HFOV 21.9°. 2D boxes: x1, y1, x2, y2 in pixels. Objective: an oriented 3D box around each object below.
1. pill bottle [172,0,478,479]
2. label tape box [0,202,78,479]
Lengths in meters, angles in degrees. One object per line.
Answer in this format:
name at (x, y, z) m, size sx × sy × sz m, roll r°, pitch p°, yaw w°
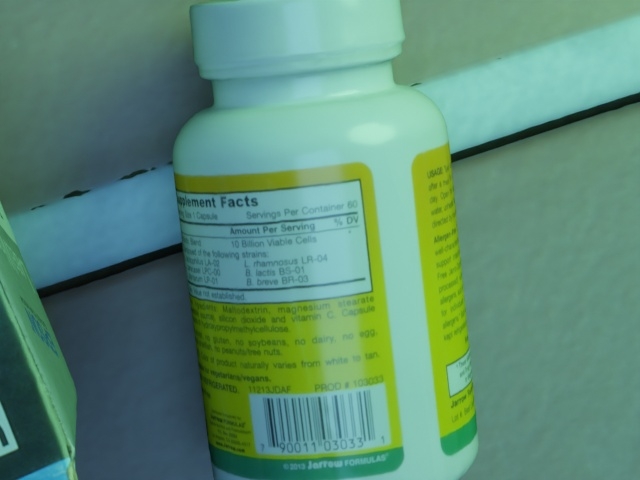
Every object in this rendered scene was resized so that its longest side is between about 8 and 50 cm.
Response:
pill bottle at (0.000, 0.000, 0.697) m, size 0.117 × 0.117 × 0.208 m, roll -8°, pitch 99°, yaw -8°
label tape box at (-0.228, 0.047, 0.609) m, size 0.240 × 0.106 × 0.334 m, roll -23°, pitch 75°, yaw -5°
